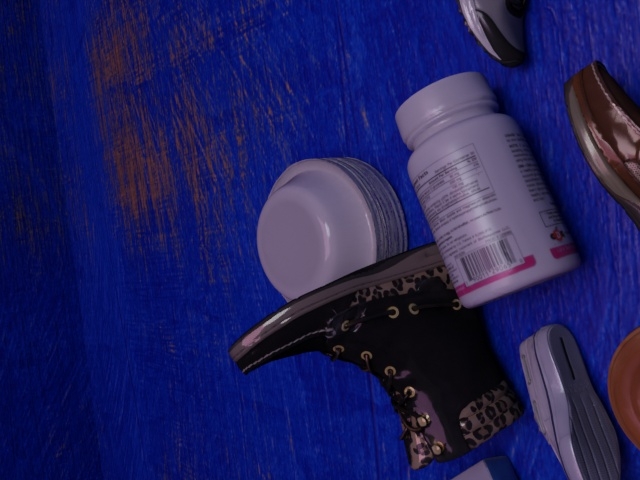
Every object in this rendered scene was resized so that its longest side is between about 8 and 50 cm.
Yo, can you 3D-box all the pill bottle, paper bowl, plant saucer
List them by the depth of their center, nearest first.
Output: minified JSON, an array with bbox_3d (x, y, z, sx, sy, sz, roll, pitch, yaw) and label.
[{"bbox_3d":[0.434,0.187,0.708,0.199,0.037,0.200,10,104,45],"label":"plant saucer"},{"bbox_3d":[0.212,-0.067,0.811,0.160,0.160,0.283,-32,73,44],"label":"pill bottle"},{"bbox_3d":[0.000,0.000,1.054,0.284,0.148,0.285,9,103,44],"label":"paper bowl"}]

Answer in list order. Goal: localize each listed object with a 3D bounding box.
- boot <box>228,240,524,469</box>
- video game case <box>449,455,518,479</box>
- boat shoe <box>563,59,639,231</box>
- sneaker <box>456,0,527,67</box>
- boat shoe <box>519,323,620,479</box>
[{"bbox_3d":[0.088,0.185,0.868,0.284,0.377,0.138,66,164,8],"label":"boot"},{"bbox_3d":[0.234,0.498,0.895,0.244,0.061,0.270,-53,42,38],"label":"video game case"},{"bbox_3d":[0.394,-0.064,0.665,0.120,0.122,0.324,-36,79,38],"label":"boat shoe"},{"bbox_3d":[0.237,-0.362,0.787,0.108,0.100,0.272,-6,91,41],"label":"sneaker"},{"bbox_3d":[0.321,0.226,0.796,0.076,0.083,0.226,130,142,-55],"label":"boat shoe"}]
